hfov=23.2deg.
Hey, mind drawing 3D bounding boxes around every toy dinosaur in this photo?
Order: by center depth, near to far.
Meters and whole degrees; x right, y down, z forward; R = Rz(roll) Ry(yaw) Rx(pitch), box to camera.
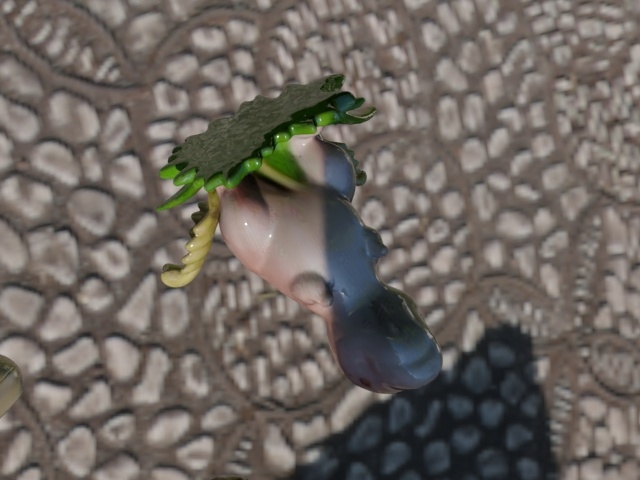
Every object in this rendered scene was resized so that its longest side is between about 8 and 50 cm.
[{"bbox_3d":[0.004,-0.004,0.976,0.152,0.194,0.177,-36,118,-27],"label":"toy dinosaur"}]

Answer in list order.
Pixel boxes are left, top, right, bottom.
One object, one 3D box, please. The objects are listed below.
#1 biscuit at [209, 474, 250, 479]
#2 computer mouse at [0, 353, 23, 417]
[{"bbox_3d":[-0.154,0.304,1.019,0.366,0.115,0.268,-4,127,-61],"label":"biscuit"},{"bbox_3d":[-0.433,0.199,1.794,0.082,0.236,0.145,50,49,-10],"label":"computer mouse"}]
